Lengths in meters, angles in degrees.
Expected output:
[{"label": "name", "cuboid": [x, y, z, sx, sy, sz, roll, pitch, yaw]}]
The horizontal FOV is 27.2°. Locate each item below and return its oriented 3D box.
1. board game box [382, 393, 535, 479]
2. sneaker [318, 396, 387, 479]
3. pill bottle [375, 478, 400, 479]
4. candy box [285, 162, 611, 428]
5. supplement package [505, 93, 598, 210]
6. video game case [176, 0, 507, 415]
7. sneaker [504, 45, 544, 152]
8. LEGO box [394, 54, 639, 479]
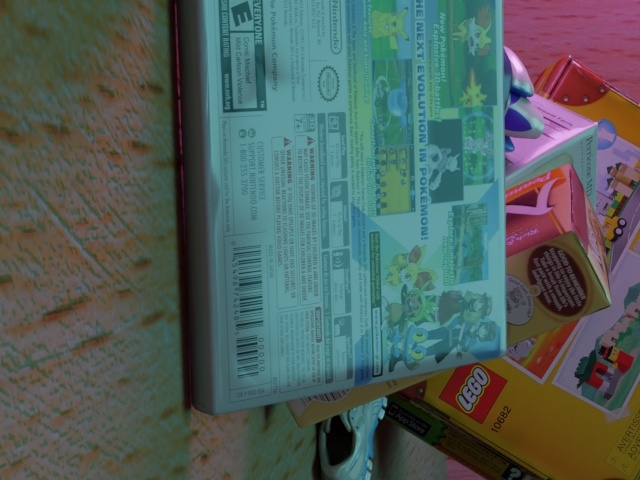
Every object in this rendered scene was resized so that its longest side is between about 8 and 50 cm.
[{"label": "board game box", "cuboid": [0.346, 0.162, 2.120, 0.356, 0.356, 0.356, -58, -179, 19]}, {"label": "sneaker", "cuboid": [0.033, 0.203, 1.542, 0.083, 0.071, 0.191, 67, 24, -52]}, {"label": "pill bottle", "cuboid": [0.085, 0.409, 1.725, 0.103, 0.103, 0.184, 80, 14, -46]}, {"label": "candy box", "cuboid": [0.112, 0.051, 1.260, 0.088, 0.316, 0.183, 61, 19, -16]}, {"label": "supplement package", "cuboid": [0.158, -0.036, 1.524, 0.262, 0.198, 0.199, -30, 132, -27]}, {"label": "video game case", "cuboid": [0.027, -0.049, 1.036, 0.299, 0.036, 0.329, -7, 98, -35]}, {"label": "sneaker", "cuboid": [0.132, -0.161, 1.351, 0.323, 0.236, 0.130, -83, -164, -72]}, {"label": "LEGO box", "cuboid": [0.344, 0.066, 1.797, 0.500, 0.372, 0.193, -58, -178, -3]}]
